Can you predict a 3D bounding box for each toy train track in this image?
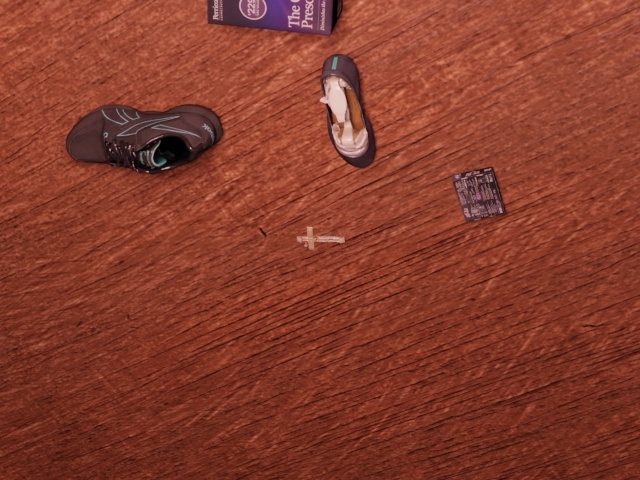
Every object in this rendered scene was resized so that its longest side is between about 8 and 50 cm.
[{"bbox_3d":[0.000,0.000,1.740,0.083,0.014,0.048,1,126,10],"label":"toy train track"}]

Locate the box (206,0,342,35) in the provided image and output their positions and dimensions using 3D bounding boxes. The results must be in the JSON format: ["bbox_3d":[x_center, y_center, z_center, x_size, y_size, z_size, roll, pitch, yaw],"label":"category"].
[{"bbox_3d":[-0.061,-0.427,1.393,0.184,0.103,0.261,8,126,8],"label":"box"}]

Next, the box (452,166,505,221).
[{"bbox_3d":[0.255,-0.074,1.637,0.067,0.018,0.083,-12,122,19],"label":"box"}]

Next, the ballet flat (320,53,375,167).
[{"bbox_3d":[0.038,-0.186,1.565,0.074,0.074,0.203,-5,125,14],"label":"ballet flat"}]

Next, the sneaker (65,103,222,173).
[{"bbox_3d":[-0.295,-0.160,1.625,0.267,0.106,0.101,-6,125,16],"label":"sneaker"}]
